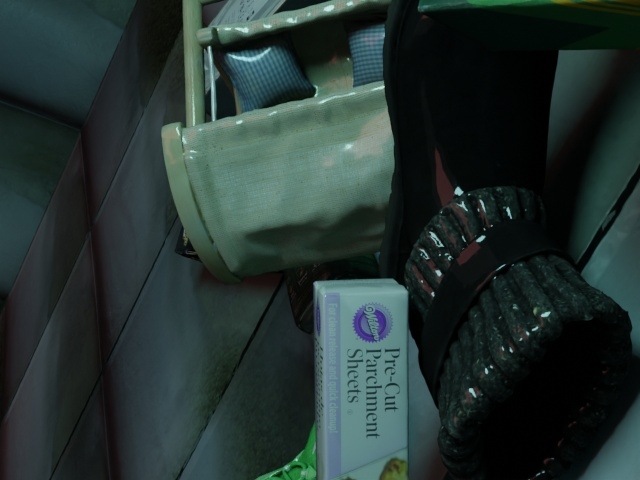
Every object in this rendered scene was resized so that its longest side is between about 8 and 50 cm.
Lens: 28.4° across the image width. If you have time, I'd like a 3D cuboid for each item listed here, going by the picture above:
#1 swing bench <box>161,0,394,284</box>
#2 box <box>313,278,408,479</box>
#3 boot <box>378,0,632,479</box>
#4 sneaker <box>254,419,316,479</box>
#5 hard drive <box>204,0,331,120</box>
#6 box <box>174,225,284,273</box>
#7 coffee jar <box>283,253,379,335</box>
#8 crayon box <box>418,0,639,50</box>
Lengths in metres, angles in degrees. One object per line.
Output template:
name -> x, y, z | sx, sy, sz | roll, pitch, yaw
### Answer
swing bench -> 0.007, -0.117, 1.132 | 0.253, 0.165, 0.255 | -11, 50, 18
box -> 0.030, 0.192, 0.942 | 0.063, 0.067, 0.324 | -131, 41, -80
boot -> 0.127, -0.023, 0.887 | 0.260, 0.131, 0.348 | -106, 14, -61
sneaker -> -0.029, 0.252, 1.114 | 0.296, 0.123, 0.109 | -66, 22, 9
hard drive -> -0.023, -0.312, 1.512 | 0.339, 0.064, 0.237 | -45, 23, 21
box -> -0.074, -0.110, 1.589 | 0.293, 0.073, 0.296 | -1, 71, 67
coffee jar -> 0.000, 0.000, 1.274 | 0.096, 0.079, 0.184 | -53, 39, 36
crayon box -> 0.208, -0.208, 0.663 | 0.318, 0.081, 0.202 | 8, 82, 47
